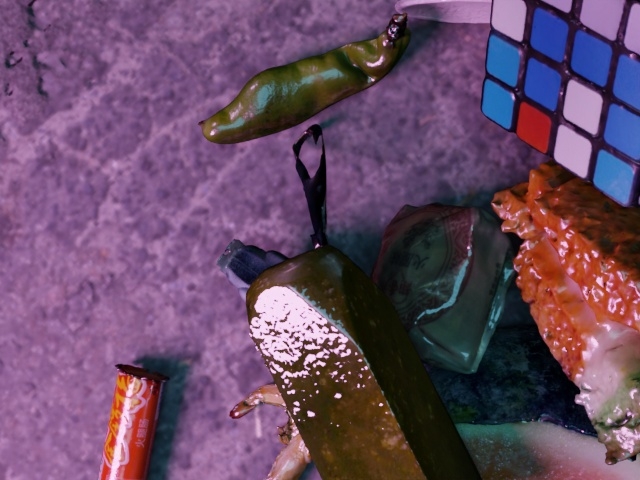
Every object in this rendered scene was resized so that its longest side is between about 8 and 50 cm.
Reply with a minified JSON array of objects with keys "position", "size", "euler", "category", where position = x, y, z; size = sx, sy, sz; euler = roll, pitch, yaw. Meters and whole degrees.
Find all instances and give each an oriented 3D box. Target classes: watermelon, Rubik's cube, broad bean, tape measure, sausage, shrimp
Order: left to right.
[{"position":[-0.165,0.180,0.853],"size":[0.050,0.048,0.146],"euler":[12,92,9],"category":"sausage"},{"position":[-0.047,0.175,0.857],"size":[0.083,0.023,0.114],"euler":[29,85,6],"category":"shrimp"},{"position":[-0.007,-0.131,0.843],"size":[0.195,0.061,0.046],"euler":[-27,63,14],"category":"broad bean"},{"position":[0.003,0.000,0.828],"size":[0.104,0.107,0.180],"euler":[11,69,42],"category":"tape measure"},{"position":[0.168,0.190,0.792],"size":[0.318,0.148,0.226],"euler":[-7,96,5],"category":"watermelon"},{"position":[0.224,-0.143,0.710],"size":[0.155,0.151,0.154],"euler":[-27,48,-27],"category":"Rubik's cube"}]

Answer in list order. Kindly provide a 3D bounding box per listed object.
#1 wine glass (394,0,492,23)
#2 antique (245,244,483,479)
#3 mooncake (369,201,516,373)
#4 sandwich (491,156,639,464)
[{"position":[0.123,-0.275,0.788],"size":[0.164,0.165,0.197],"euler":[4,94,3],"category":"wine glass"},{"position":[0.028,0.110,0.710],"size":[0.080,0.081,0.221],"euler":[-24,95,25],"category":"antique"},{"position":[0.085,0.030,0.801],"size":[0.073,0.125,0.130],"euler":[27,84,-31],"category":"mooncake"},{"position":[0.251,0.003,0.734],"size":[0.292,0.109,0.212],"euler":[-24,58,-31],"category":"sandwich"}]
